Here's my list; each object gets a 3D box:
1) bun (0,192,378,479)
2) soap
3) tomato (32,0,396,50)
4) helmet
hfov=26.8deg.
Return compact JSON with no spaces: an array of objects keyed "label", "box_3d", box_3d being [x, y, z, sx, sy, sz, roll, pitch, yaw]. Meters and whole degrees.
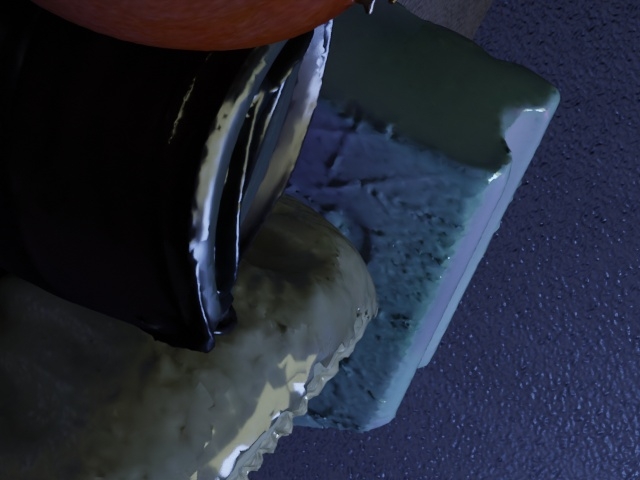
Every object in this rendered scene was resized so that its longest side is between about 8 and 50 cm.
[{"label":"bun","box_3d":[-0.134,0.101,0.906,0.360,0.211,0.360,-50,174,-8]},{"label":"soap","box_3d":[0.000,0.000,1.162,0.156,0.261,0.446,-55,170,-41]},{"label":"tomato","box_3d":[-0.040,-0.192,0.448,0.256,0.224,0.256,-59,165,-27]},{"label":"helmet","box_3d":[-0.093,-0.075,0.676,0.305,0.177,0.225,-81,-173,-85]}]
